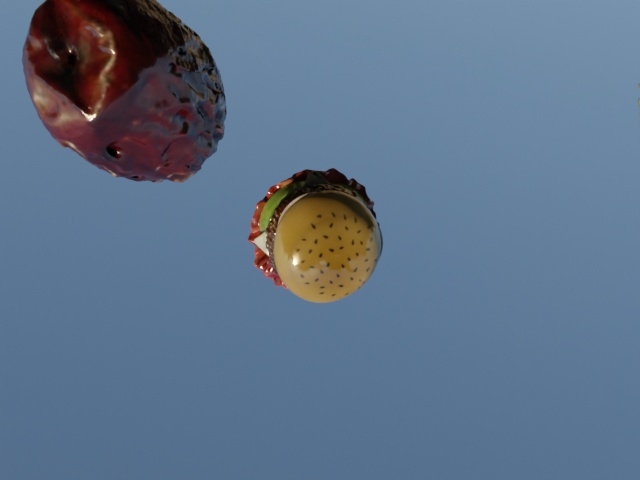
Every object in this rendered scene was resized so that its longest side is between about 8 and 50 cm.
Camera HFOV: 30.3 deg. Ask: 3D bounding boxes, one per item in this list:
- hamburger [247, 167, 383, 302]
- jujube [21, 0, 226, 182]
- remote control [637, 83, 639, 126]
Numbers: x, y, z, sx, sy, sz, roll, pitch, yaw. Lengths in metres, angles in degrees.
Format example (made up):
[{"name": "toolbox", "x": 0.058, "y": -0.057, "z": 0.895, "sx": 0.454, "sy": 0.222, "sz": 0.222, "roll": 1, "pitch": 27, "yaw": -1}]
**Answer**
[{"name": "hamburger", "x": 0.003, "y": -0.002, "z": 1.482, "sx": 0.175, "sy": 0.175, "sz": 0.137, "roll": -8, "pitch": -160, "yaw": -15}, {"name": "jujube", "x": -0.277, "y": -0.223, "z": 1.741, "sx": 0.258, "sy": 0.376, "sz": 0.259, "roll": -12, "pitch": -116, "yaw": 26}, {"name": "remote control", "x": 0.525, "y": -0.149, "z": 1.592, "sx": 0.038, "sy": 0.124, "sz": 0.285, "roll": -11, "pitch": -167, "yaw": -21}]
